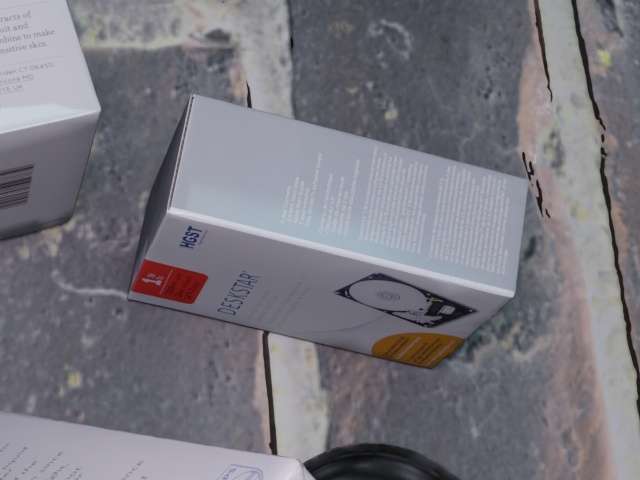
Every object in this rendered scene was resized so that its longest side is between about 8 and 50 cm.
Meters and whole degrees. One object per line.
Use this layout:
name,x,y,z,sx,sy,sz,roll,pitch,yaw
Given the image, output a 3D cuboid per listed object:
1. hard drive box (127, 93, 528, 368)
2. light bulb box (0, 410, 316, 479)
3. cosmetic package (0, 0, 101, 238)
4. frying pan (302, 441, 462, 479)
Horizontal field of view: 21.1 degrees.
hard drive box,0.000,0.000,1.171,0.232,0.181,0.089,14,68,-9
light bulb box,-0.070,0.292,0.878,0.225,0.361,0.358,-47,112,-25
cosmetic package,-0.275,-0.194,1.165,0.155,0.197,0.365,-14,72,-19
frying pan,0.087,0.272,1.160,0.326,0.053,0.197,36,65,-11
